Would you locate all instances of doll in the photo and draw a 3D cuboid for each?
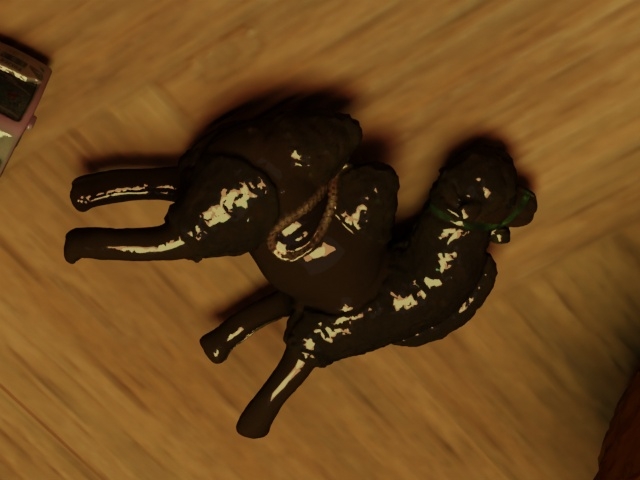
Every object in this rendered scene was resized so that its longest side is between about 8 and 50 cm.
[{"bbox_3d":[0.000,0.000,0.764,0.165,0.057,0.139,-29,119,16],"label":"doll"}]

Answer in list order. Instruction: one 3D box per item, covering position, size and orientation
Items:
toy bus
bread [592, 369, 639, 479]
[{"bbox_3d":[-0.150,-0.020,0.764,0.037,0.052,0.131,26,126,-11],"label":"toy bus"},{"bbox_3d":[0.278,0.136,0.749,0.358,0.204,0.337,-15,128,22],"label":"bread"}]
